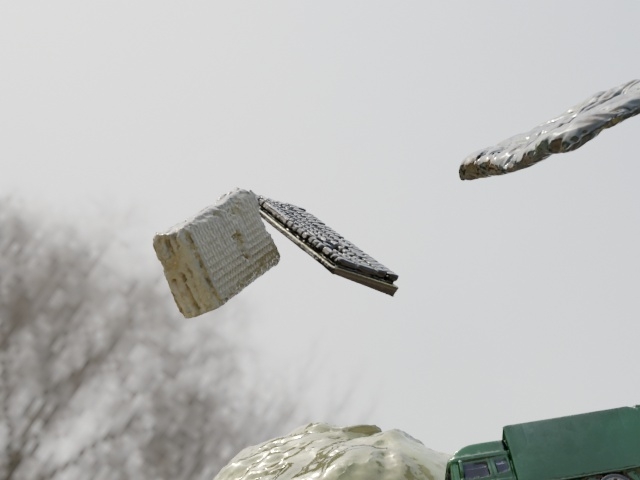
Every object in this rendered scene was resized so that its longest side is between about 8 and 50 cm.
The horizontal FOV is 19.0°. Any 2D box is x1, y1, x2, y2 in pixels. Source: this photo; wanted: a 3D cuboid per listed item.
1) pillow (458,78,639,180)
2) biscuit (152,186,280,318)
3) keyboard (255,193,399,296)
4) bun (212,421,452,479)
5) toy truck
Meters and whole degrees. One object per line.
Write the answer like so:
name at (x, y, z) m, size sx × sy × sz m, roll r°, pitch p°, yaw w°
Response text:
pillow at (0.253, -0.114, 1.855) m, size 0.034 × 0.189 × 0.255 m, roll 62°, pitch -20°, yaw -5°
biscuit at (-0.120, 0.011, 2.249) m, size 0.062 × 0.239 × 0.108 m, roll -21°, pitch -84°, yaw 21°
keyboard at (0.000, 0.000, 2.407) m, size 0.106 × 0.027 × 0.317 m, roll 20°, pitch 8°, yaw -28°
bun at (0.026, 0.282, 1.847) m, size 0.361 × 0.213 × 0.361 m, roll 0°, pitch -10°, yaw 0°
toy truck at (0.155, 0.168, 1.296) m, size 0.147 × 0.079 × 0.065 m, roll -10°, pitch -39°, yaw -7°
